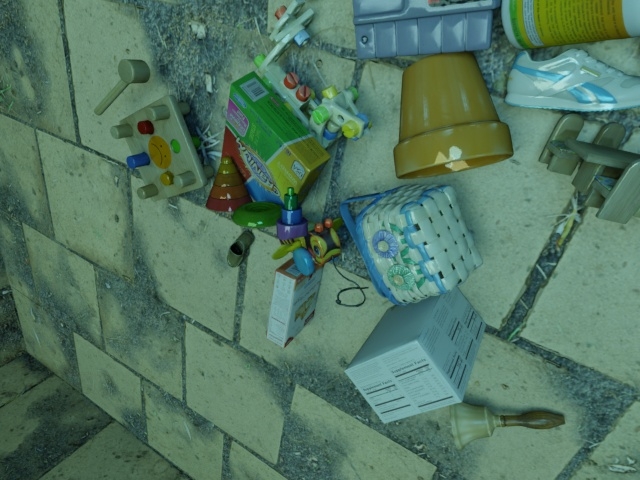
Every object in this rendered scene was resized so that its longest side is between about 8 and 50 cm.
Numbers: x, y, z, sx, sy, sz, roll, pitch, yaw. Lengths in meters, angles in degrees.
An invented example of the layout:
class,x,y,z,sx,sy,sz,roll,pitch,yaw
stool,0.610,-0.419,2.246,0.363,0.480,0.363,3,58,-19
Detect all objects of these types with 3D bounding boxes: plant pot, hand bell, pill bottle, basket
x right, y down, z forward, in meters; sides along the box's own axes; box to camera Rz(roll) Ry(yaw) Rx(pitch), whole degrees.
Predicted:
class,x,y,z,sx,sy,sz,roll,pitch,yaw
plant pot,0.225,-0.224,0.757,0.205,0.205,0.188,-9,91,34
hand bell,0.441,0.428,0.985,0.242,0.126,0.126,-12,105,23
pill bottle,0.395,-0.346,0.570,0.245,0.136,0.136,21,124,49
basket,0.168,0.004,0.891,0.255,0.201,0.289,62,154,-7

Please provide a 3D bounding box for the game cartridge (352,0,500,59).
class,x,y,z,sx,sy,sz,roll,pitch,yaw
game cartridge,0.147,-0.461,0.605,0.230,0.068,0.355,10,127,29

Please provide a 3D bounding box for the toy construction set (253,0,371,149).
class,x,y,z,sx,sy,sz,roll,pitch,yaw
toy construction set,-0.035,-0.322,0.884,0.328,0.151,0.215,62,152,2

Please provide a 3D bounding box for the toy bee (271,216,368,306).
class,x,y,z,sx,sy,sz,roll,pitch,yaw
toy bee,0.000,0.000,0.984,0.298,0.195,0.162,19,133,28

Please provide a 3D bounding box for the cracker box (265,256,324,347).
class,x,y,z,sx,sy,sz,roll,pitch,yaw
cracker box,-0.066,0.151,1.119,0.067,0.155,0.232,24,123,20

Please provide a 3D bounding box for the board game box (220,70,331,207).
class,x,y,z,sx,sy,sz,roll,pitch,yaw
board game box,-0.121,-0.189,0.969,0.242,0.064,0.316,48,155,4

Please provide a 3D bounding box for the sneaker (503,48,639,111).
class,x,y,z,sx,sy,sz,roll,pitch,yaw
sneaker,0.424,-0.259,0.674,0.228,0.087,0.092,12,115,25

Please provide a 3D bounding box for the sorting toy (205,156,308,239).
class,x,y,z,sx,sy,sz,roll,pitch,yaw
sorting toy,-0.154,-0.112,0.959,0.365,0.127,0.126,25,122,46

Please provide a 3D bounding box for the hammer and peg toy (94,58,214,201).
class,x,y,z,sx,sy,sz,roll,pitch,yaw
hammer and peg toy,-0.469,-0.300,1.178,0.265,0.127,0.361,-9,107,36

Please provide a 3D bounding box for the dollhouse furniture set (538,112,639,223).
class,x,y,z,sx,sy,sz,roll,pitch,yaw
dollhouse furniture set,0.502,-0.130,0.615,0.242,0.212,0.161,11,122,-3

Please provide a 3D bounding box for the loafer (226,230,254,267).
class,x,y,z,sx,sy,sz,roll,pitch,yaw
loafer,-0.249,0.030,1.241,0.056,0.050,0.148,40,126,10

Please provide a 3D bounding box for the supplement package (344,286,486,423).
class,x,y,z,sx,sy,sz,roll,pitch,yaw
supplement package,0.214,0.235,0.919,0.204,0.262,0.145,-37,90,38
